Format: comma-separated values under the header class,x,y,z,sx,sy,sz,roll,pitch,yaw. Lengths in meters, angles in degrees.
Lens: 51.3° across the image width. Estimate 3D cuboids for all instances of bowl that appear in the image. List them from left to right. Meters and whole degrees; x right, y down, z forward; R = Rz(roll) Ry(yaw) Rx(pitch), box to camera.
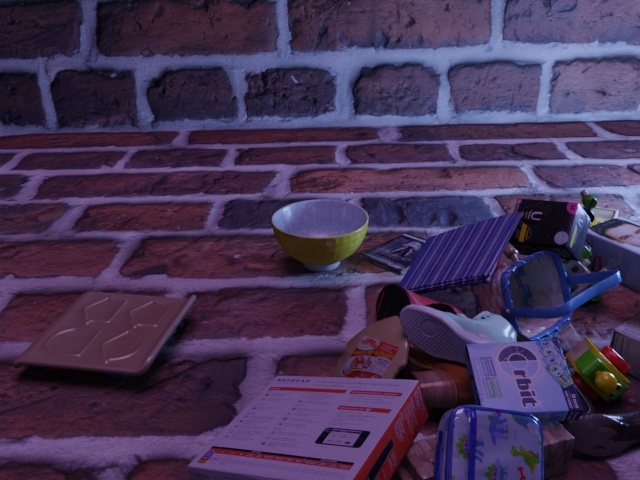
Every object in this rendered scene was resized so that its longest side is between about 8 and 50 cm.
class,x,y,z,sx,sy,sz,roll,pitch,yaw
bowl,0.000,0.000,1.992,0.289,0.156,0.289,-1,25,0

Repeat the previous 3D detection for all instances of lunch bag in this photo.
class,x,y,z,sx,sy,sz,roll,pitch,yaw
lunch bag,0.272,0.386,1.091,0.176,0.090,0.219,12,67,-4

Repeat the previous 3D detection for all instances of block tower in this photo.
class,x,y,z,sx,sy,sz,roll,pitch,yaw
block tower,0.300,0.397,1.208,0.335,0.091,0.097,-11,27,-17

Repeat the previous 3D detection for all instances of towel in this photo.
class,x,y,z,sx,sy,sz,roll,pitch,yaw
towel,0.357,0.046,1.742,0.336,0.040,0.243,-19,30,53

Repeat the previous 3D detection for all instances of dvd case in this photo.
class,x,y,z,sx,sy,sz,roll,pitch,yaw
dvd case,0.257,0.038,2.058,0.221,0.018,0.164,-24,32,-38

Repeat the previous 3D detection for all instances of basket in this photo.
class,x,y,z,sx,sy,sz,roll,pitch,yaw
basket,0.532,0.131,1.594,0.254,0.201,0.289,-18,0,-31

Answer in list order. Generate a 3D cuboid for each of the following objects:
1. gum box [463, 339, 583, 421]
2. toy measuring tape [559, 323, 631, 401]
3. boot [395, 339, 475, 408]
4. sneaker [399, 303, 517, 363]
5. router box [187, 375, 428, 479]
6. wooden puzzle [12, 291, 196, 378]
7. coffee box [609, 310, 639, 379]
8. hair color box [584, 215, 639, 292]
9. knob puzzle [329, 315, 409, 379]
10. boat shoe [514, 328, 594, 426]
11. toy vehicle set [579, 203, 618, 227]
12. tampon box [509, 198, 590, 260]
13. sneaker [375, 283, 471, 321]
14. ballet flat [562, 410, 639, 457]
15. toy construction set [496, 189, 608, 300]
class,x,y,z,sx,sy,sz,roll,pitch,yaw
gum box,0.380,0.268,1.268,0.184,0.041,0.157,-3,45,-1
toy measuring tape,0.603,0.273,1.467,0.121,0.121,0.330,3,8,9
boot,0.280,0.273,1.464,0.220,0.109,0.283,1,13,-12
sneaker,0.300,0.191,1.436,0.256,0.094,0.151,24,28,12
router box,-0.016,0.362,1.203,0.335,0.082,0.301,-6,19,34
wooden puzzle,-0.510,0.235,1.629,0.347,0.080,0.322,-1,24,12
coffee box,0.784,0.259,1.458,0.141,0.098,0.246,-20,31,-33
hair color box,0.926,0.060,1.857,0.185,0.114,0.374,-15,28,-26
knob puzzle,0.126,0.253,1.464,0.213,0.030,0.213,-31,33,23
boat shoe,0.466,0.289,1.423,0.114,0.091,0.302,-14,28,-24
toy vehicle set,0.871,-0.051,2.186,0.166,0.035,0.267,12,29,27
tampon box,0.576,-0.028,1.687,0.161,0.120,0.101,7,-18,42
sneaker,0.261,0.199,1.652,0.136,0.116,0.314,23,-2,-36
ballet flat,0.580,0.368,1.293,0.250,0.084,0.058,-7,-11,-8
toy construction set,0.624,0.067,1.783,0.309,0.257,0.237,-19,36,10
